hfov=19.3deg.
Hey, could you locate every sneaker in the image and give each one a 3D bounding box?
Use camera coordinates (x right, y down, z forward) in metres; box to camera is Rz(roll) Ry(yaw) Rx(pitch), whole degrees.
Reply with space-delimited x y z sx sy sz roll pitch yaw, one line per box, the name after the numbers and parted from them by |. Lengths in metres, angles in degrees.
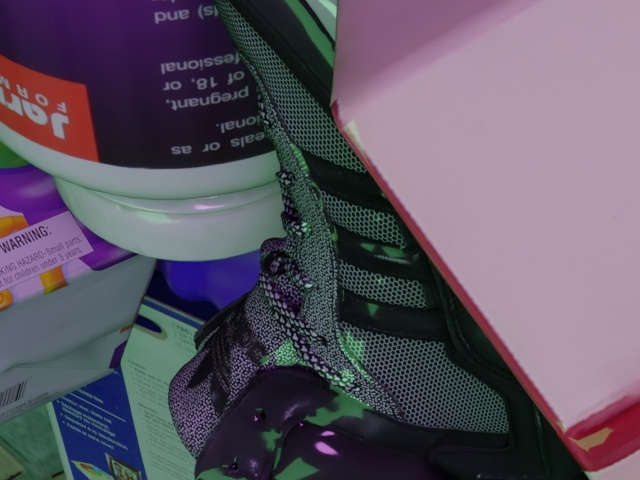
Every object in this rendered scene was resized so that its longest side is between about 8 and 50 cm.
0.000 0.000 0.573 0.153 0.101 0.268 -31 120 17 | sneaker

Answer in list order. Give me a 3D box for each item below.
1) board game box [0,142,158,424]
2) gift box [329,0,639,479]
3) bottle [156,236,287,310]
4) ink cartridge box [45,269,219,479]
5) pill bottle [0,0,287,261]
-0.209 -0.053 0.855 0.275 0.144 0.142 56 152 17 | board game box
0.174 -0.038 0.422 0.258 0.276 0.255 -31 118 16 | gift box
0.016 0.018 0.860 0.283 0.092 0.118 28 152 17 | bottle
-0.082 0.106 1.098 0.165 0.065 0.332 24 147 21 | ink cartridge box
-0.055 -0.140 0.646 0.181 0.181 0.323 24 145 21 | pill bottle
